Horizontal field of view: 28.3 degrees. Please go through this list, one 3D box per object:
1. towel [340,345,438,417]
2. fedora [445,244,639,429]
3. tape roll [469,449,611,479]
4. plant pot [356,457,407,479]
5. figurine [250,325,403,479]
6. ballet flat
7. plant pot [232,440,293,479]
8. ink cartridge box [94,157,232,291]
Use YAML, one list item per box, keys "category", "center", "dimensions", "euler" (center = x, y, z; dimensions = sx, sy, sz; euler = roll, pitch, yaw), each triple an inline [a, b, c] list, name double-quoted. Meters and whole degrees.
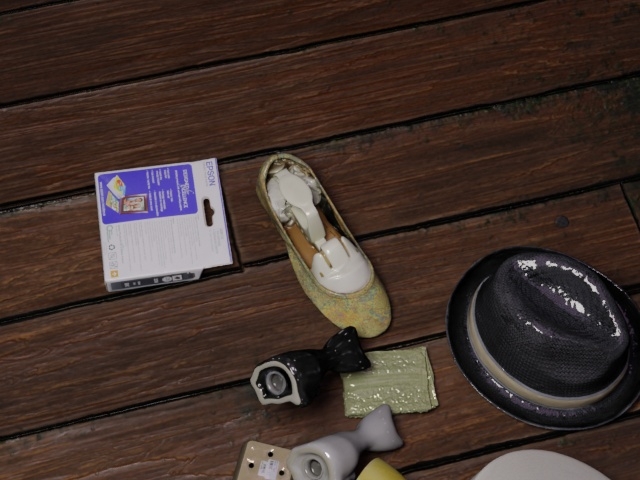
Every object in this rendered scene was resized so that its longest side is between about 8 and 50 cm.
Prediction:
- category: "towel"
  center: [0.105, 0.223, 1.982]
  dimensions: [0.148, 0.027, 0.110]
  euler: [-6, 65, -5]
- category: "fedora"
  center: [0.363, 0.126, 1.968]
  dimensions: [0.334, 0.152, 0.334]
  euler: [0, 63, -1]
- category: "tape roll"
  center: [0.341, 0.470, 1.735]
  dimensions: [0.392, 0.072, 0.392]
  euler: [20, 42, -20]
- category: "plant pot"
  center: [0.097, 0.393, 1.825]
  dimensions: [0.095, 0.134, 0.134]
  euler: [22, 64, 22]
- category: "figurine"
  center: [0.026, 0.245, 1.872]
  dimensions: [0.209, 0.092, 0.214]
  euler: [-20, 86, -50]
- category: "ballet flat"
  center: [0.000, 0.000, 2.044]
  dimensions: [0.123, 0.123, 0.348]
  euler: [-26, 67, -14]
- category: "plant pot"
  center: [-0.080, 0.350, 1.873]
  dimensions: [0.109, 0.096, 0.109]
  euler: [13, 63, 6]
- category: "ink cartridge box"
  center: [-0.259, -0.028, 2.089]
  dimensions: [0.208, 0.045, 0.206]
  euler: [-8, 63, -4]
